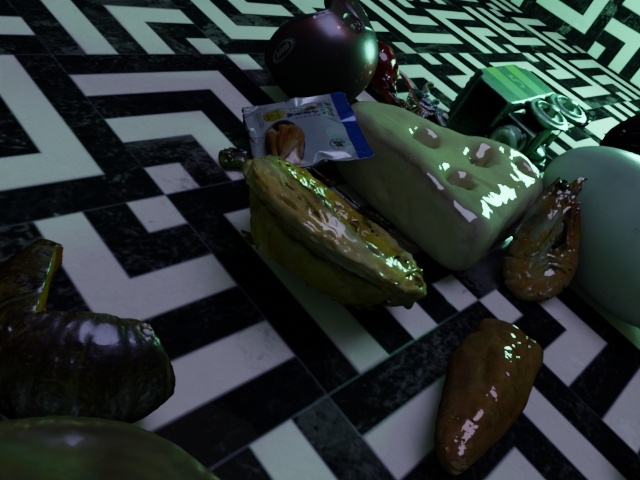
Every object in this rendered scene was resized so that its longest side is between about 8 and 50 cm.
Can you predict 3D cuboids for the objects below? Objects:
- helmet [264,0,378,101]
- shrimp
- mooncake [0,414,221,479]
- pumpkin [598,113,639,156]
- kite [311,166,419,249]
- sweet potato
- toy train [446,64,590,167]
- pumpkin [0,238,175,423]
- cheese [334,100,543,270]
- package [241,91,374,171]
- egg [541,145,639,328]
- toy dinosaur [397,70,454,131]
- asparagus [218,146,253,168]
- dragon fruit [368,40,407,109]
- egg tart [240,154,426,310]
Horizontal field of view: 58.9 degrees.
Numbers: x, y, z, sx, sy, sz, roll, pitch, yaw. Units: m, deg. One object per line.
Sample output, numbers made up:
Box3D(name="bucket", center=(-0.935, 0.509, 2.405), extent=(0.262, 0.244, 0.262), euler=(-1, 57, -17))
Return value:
Box3D(name="helmet", center=(0.005, -0.338, 1.030), extent=(0.215, 0.189, 0.193), euler=(-10, 74, -46))
Box3D(name="shrimp", center=(0.361, -0.003, 0.885), extent=(0.115, 0.217, 0.051), euler=(28, -2, -13))
Box3D(name="mooncake", center=(-0.161, 0.235, 0.293), extent=(0.284, 0.156, 0.285), euler=(17, 37, -13))
Box3D(name="pumpkin", center=(0.730, -0.126, 1.235), extent=(0.295, 0.296, 0.296), euler=(17, 38, -14))
Box3D(name="kite", center=(0.065, -0.038, 0.778), extent=(0.198, 0.006, 0.244), euler=(37, 3, -15))
Box3D(name="sweet potato", center=(0.184, 0.165, 0.641), extent=(0.097, 0.097, 0.251), euler=(39, 37, 14))
Box3D(name="toy train", center=(0.427, -0.272, 1.232), extent=(0.238, 0.167, 0.299), euler=(48, 40, 16))
Box3D(name="pumpkin", center=(-0.216, 0.090, 0.456), extent=(0.183, 0.119, 0.107), euler=(33, 35, 15))
Box3D(name="cheese", center=(0.195, -0.124, 0.952), extent=(0.328, 0.130, 0.351), euler=(42, 39, 19))
Box3D(name="package", center=(-0.024, -0.163, 0.851), extent=(0.173, 0.027, 0.171), euler=(-13, 48, -7))
Box3D(name="egg", center=(0.511, -0.013, 0.937), extent=(0.229, 0.230, 0.371), euler=(1, 46, -32))
Box3D(name="toy dinosaur", center=(0.224, -0.311, 1.264), extent=(0.187, 0.044, 0.106), euler=(34, 53, -10))
Box3D(name="asparagus", center=(-0.074, -0.121, 0.863), extent=(0.165, 0.030, 0.036), euler=(-1, 22, -30))
Box3D(name="dragon fruit", center=(0.136, -0.359, 1.230), extent=(0.094, 0.094, 0.191), euler=(0, 57, -32))
Box3D(name="egg tart", center=(0.000, 0.000, 0.681), extent=(0.290, 0.107, 0.291), euler=(38, 8, -6))
